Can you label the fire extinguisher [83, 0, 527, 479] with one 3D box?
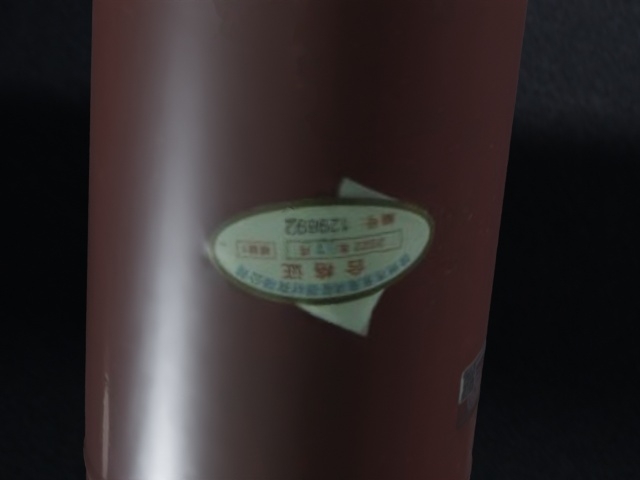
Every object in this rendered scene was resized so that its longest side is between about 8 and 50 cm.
[{"bbox_3d":[0.000,0.000,0.476,0.135,0.337,0.114,20,-150,29],"label":"fire extinguisher"}]
